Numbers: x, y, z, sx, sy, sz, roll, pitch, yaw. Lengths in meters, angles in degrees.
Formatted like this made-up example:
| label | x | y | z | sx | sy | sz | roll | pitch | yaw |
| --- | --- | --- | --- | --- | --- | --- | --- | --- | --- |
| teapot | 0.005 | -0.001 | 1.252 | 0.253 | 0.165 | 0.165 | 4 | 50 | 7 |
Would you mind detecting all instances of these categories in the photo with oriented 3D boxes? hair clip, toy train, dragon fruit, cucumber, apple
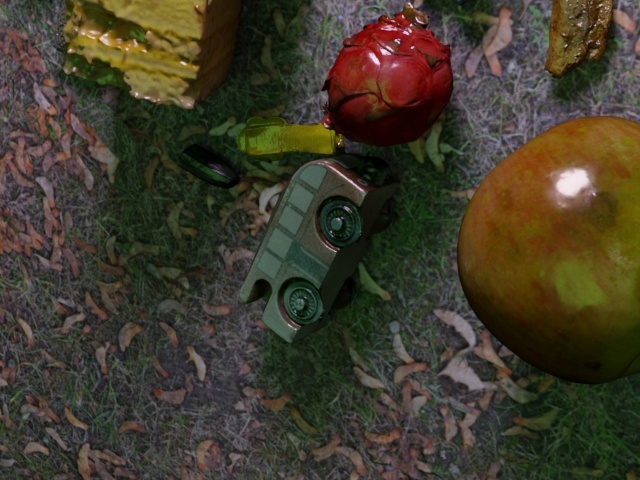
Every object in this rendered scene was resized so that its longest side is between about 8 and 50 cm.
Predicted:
| label | x | y | z | sx | sy | sz | roll | pitch | yaw |
| --- | --- | --- | --- | --- | --- | --- | --- | --- | --- |
| hair clip | -0.050 | -0.160 | 1.527 | 0.173 | 0.046 | 0.072 | -2 | 102 | 23 |
| toy train | 0.000 | 0.000 | 1.512 | 0.159 | 0.129 | 0.326 | 35 | 117 | 18 |
| dragon fruit | 0.097 | -0.218 | 1.380 | 0.172 | 0.172 | 0.209 | 41 | 109 | 8 |
| cucumber | -0.177 | -0.114 | 1.600 | 0.105 | 0.048 | 0.048 | 31 | 116 | 11 |
| apple | 0.349 | 0.018 | 1.248 | 0.339 | 0.339 | 0.340 | 7 | 109 | 22 |

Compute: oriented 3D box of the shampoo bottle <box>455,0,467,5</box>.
| label | x | y | z | sx | sy | sz | roll | pitch | yaw |
| --- | --- | --- | --- | --- | --- | --- | --- | --- | --- |
| shampoo bottle | 0.141 | -0.443 | 1.347 | 0.104 | 0.061 | 0.258 | -33 | 91 | 30 |

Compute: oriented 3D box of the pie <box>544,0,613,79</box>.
| label | x | y | z | sx | sy | sz | roll | pitch | yaw |
| --- | --- | --- | --- | --- | --- | --- | --- | --- | --- |
| pie | 0.343 | -0.300 | 1.317 | 0.092 | 0.034 | 0.170 | 8 | 103 | 24 |

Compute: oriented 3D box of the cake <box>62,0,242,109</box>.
| label | x | y | z | sx | sy | sz | roll | pitch | yaw |
| --- | --- | --- | --- | --- | --- | --- | --- | --- | --- |
| cake | -0.233 | -0.367 | 1.417 | 0.222 | 0.227 | 0.286 | 14 | 115 | 3 |

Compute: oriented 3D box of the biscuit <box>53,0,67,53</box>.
| label | x | y | z | sx | sy | sz | roll | pitch | yaw |
| --- | --- | --- | --- | --- | --- | --- | --- | --- | --- |
| biscuit | -0.344 | -0.396 | 1.587 | 0.147 | 0.046 | 0.250 | 28 | 115 | 14 |
